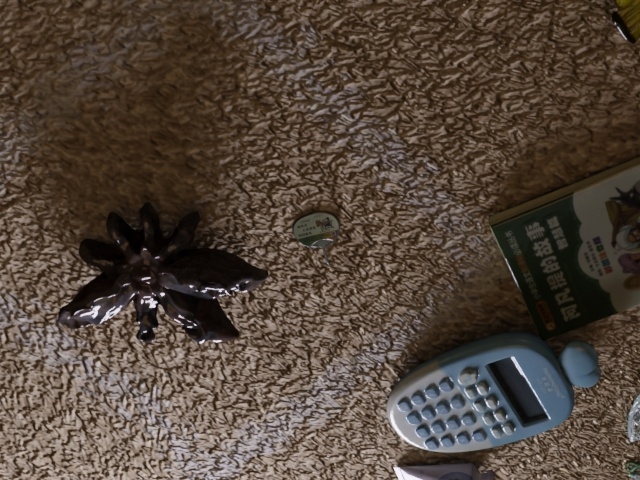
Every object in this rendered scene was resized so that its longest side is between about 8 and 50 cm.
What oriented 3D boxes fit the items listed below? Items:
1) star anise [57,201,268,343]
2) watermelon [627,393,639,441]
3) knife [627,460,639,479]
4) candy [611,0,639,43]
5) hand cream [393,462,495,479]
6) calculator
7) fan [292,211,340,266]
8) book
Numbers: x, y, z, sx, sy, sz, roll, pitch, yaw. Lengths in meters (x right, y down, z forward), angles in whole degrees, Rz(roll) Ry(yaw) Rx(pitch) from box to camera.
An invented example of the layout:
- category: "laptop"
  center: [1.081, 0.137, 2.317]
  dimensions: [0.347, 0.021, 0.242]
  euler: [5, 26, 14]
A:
- category: "star anise"
  center: [-0.200, 0.055, 1.329]
  dimensions: [0.257, 0.110, 0.198]
  euler: [13, 120, 0]
- category: "watermelon"
  center: [0.462, 0.257, 1.464]
  dimensions: [0.085, 0.061, 0.085]
  euler: [2, 106, 8]
- category: "knife"
  center: [0.503, 0.288, 1.505]
  dimensions: [0.078, 0.022, 0.166]
  euler: [21, 118, 4]
- category: "candy"
  center: [0.319, -0.370, 1.090]
  dimensions: [0.187, 0.081, 0.297]
  euler: [-37, 113, 18]
- category: "hand cream"
  center: [0.185, 0.356, 1.537]
  dimensions: [0.142, 0.053, 0.084]
  euler: [-10, 121, 18]
- category: "calculator"
  center: [0.236, 0.208, 1.438]
  dimensions: [0.302, 0.042, 0.188]
  euler: [-23, 122, 17]
- category: "fan"
  center: [0.004, -0.007, 1.349]
  dimensions: [0.060, 0.003, 0.080]
  euler: [-40, 112, 22]
- category: "book"
  center: [0.371, 0.004, 1.339]
  dimensions: [0.264, 0.027, 0.202]
  euler: [-22, 119, 13]
